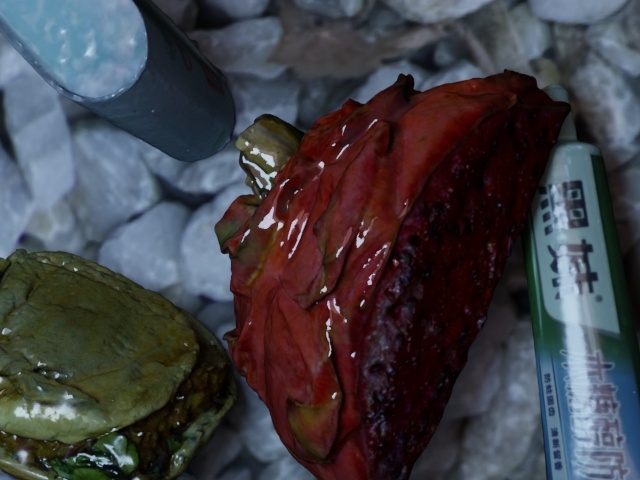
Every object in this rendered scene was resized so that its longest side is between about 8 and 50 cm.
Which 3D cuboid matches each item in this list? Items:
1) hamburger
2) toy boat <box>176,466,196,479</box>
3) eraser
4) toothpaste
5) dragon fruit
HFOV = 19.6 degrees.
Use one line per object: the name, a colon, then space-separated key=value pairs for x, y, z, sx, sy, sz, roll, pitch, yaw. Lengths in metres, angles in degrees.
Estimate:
hamburger: x=-0.168 y=0.099 z=1.271 sx=0.206 sy=0.183 sz=0.130 roll=25 pitch=127 yaw=10
toy boat: x=-0.130 y=0.201 z=1.303 sx=0.105 sy=0.034 sz=0.149 roll=-20 pitch=76 yaw=9
eraser: x=-0.151 y=-0.143 z=1.270 sx=0.081 sy=0.227 sz=0.174 roll=-46 pitch=76 yaw=4
toothpaste: x=0.179 y=0.085 z=1.249 sx=0.099 sy=0.061 sz=0.392 roll=-10 pitch=78 yaw=17
dragon fruit: x=0.000 y=0.000 z=1.228 sx=0.205 sy=0.152 sz=0.317 roll=18 pitch=82 yaw=37
